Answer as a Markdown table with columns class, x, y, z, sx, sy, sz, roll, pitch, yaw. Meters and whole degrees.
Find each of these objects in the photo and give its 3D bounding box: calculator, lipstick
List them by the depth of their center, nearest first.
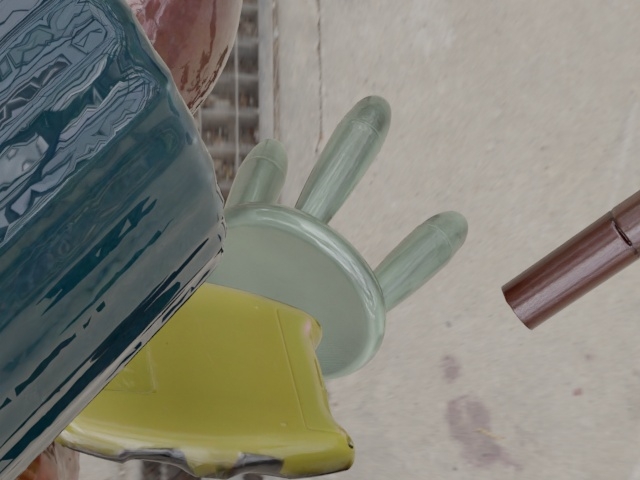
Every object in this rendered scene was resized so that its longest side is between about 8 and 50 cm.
| class | x | y | z | sx | sy | sz | roll | pitch | yaw |
| --- | --- | --- | --- | --- | --- | --- | --- | --- | --- |
| calculator | -0.087 | 0.084 | 0.976 | 0.236 | 0.033 | 0.157 | 8 | 45 | -28 |
| lipstick | 0.330 | -0.035 | 1.415 | 0.356 | 0.057 | 0.057 | -36 | 86 | 13 |

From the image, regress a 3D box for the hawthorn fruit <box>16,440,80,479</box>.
| class | x | y | z | sx | sy | sz | roll | pitch | yaw |
| --- | --- | --- | --- | --- | --- | --- | --- | --- | --- |
| hawthorn fruit | -0.303 | 0.190 | 1.006 | 0.284 | 0.285 | 0.369 | 5 | 120 | -4 |

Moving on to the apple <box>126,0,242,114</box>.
| class | x | y | z | sx | sy | sz | roll | pitch | yaw |
| --- | --- | --- | --- | --- | --- | --- | --- | --- | --- |
| apple | -0.191 | -0.196 | 1.082 | 0.305 | 0.235 | 0.306 | -3 | 81 | 19 |

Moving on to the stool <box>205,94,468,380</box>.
| class | x | y | z | sx | sy | sz | roll | pitch | yaw |
| --- | --- | --- | --- | --- | --- | --- | --- | --- | --- |
| stool | 0.000 | 0.000 | 1.414 | 0.195 | 0.195 | 0.199 | 54 | 41 | -19 |

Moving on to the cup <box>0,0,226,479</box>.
| class | x | y | z | sx | sy | sz | roll | pitch | yaw |
| --- | --- | --- | --- | --- | --- | --- | --- | --- | --- |
| cup | -0.209 | 0.020 | 0.404 | 0.292 | 0.308 | 0.242 | -45 | 103 | -17 |
